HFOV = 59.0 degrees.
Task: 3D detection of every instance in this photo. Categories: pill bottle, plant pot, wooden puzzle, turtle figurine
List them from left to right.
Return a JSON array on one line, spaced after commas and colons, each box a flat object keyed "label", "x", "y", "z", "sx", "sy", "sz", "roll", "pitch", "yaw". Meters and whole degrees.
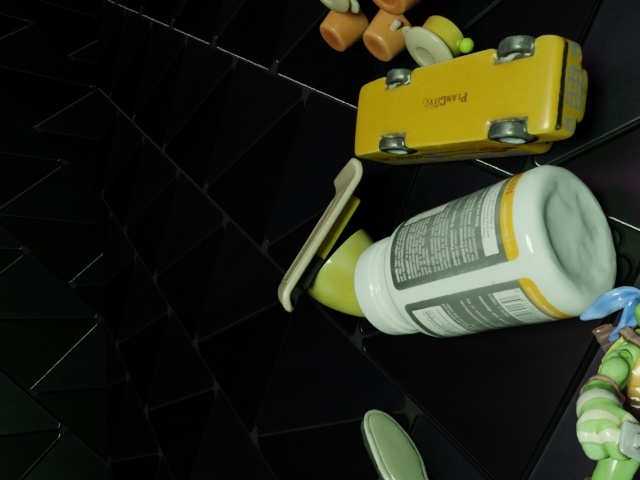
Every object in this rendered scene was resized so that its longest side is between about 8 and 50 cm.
[{"label": "wooden puzzle", "x": 0.000, "y": 0.000, "z": 0.892, "sx": 0.238, "sy": 0.044, "sz": 0.221, "roll": -63, "pitch": 3, "yaw": -6}, {"label": "plant pot", "x": 0.058, "y": 0.063, "z": 0.873, "sx": 0.095, "sy": 0.134, "sz": 0.134, "roll": 42, "pitch": 124, "yaw": 10}, {"label": "pill bottle", "x": 0.177, "y": 0.029, "z": 0.670, "sx": 0.278, "sy": 0.162, "sz": 0.162, "roll": -23, "pitch": 68, "yaw": 50}, {"label": "turtle figurine", "x": 0.296, "y": 0.187, "z": 0.445, "sx": 0.275, "sy": 0.198, "sz": 0.266, "roll": 27, "pitch": 118, "yaw": 53}]

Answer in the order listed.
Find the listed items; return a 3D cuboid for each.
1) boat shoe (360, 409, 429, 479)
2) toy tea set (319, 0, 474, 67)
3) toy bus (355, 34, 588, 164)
[{"label": "boat shoe", "x": 0.111, "y": 0.349, "z": 0.785, "sx": 0.079, "sy": 0.084, "sz": 0.233, "roll": -55, "pitch": 49, "yaw": 33}, {"label": "toy tea set", "x": 0.100, "y": -0.371, "z": 0.851, "sx": 0.124, "sy": 0.200, "sz": 0.336, "roll": -48, "pitch": 40, "yaw": -7}, {"label": "toy bus", "x": 0.177, "y": -0.162, "z": 0.722, "sx": 0.333, "sy": 0.130, "sz": 0.108, "roll": 5, "pitch": 89, "yaw": 54}]
